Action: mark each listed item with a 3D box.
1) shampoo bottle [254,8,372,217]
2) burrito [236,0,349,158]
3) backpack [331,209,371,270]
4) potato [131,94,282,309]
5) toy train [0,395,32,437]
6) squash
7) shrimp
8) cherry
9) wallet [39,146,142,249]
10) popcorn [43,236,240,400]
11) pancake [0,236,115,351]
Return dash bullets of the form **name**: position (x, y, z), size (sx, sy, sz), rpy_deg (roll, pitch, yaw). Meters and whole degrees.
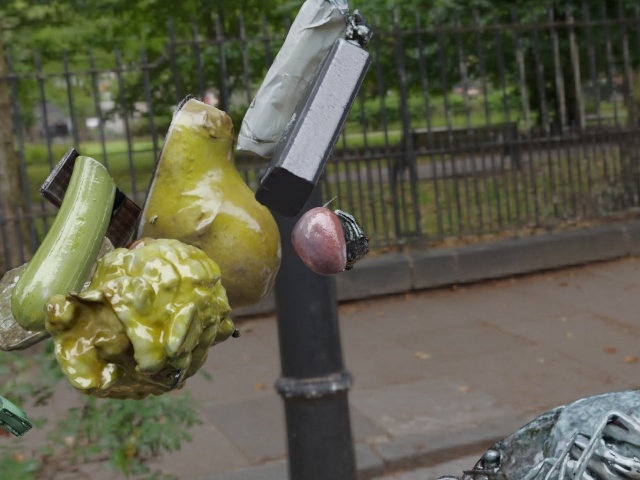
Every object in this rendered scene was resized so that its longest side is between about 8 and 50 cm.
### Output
- **shampoo bottle**: position (0.007, -0.176, 1.291), size (0.071, 0.309, 0.098), rpy_deg (27, -33, -5)
- **burrito**: position (-0.033, -0.366, 2.073), size (0.139, 0.446, 0.101), rpy_deg (21, 13, -31)
- **backpack**: position (0.033, -0.009, 1.996), size (0.106, 0.120, 0.165), rpy_deg (-45, -15, 4)
- **potato**: position (-0.196, -0.058, 2.020), size (0.296, 0.397, 0.290), rpy_deg (21, 0, 2)
- **toy train**: position (-0.604, 0.341, 1.912), size (0.038, 0.093, 0.056), rpy_deg (-41, 43, -1)
- **squash**: position (-0.343, 0.008, 1.331), size (0.083, 0.250, 0.083), rpy_deg (18, -17, 6)
- **shrimp**: position (0.313, 0.210, 0.939), size (0.410, 0.166, 0.221), rpy_deg (-30, -31, 15)
- **cherry**: position (-0.003, -0.002, 1.700), size (0.086, 0.106, 0.126), rpy_deg (-4, 41, -14)
- **wallet**: position (-0.475, -0.080, 2.066), size (0.042, 0.124, 0.230), rpy_deg (6, -31, 47)
- **popcorn**: position (-0.205, 0.101, 1.138), size (0.169, 0.218, 0.189), rpy_deg (40, 12, 12)
- **pancake**: position (-0.417, 0.079, 1.524), size (0.222, 0.042, 0.236), rpy_deg (21, 60, 39)
